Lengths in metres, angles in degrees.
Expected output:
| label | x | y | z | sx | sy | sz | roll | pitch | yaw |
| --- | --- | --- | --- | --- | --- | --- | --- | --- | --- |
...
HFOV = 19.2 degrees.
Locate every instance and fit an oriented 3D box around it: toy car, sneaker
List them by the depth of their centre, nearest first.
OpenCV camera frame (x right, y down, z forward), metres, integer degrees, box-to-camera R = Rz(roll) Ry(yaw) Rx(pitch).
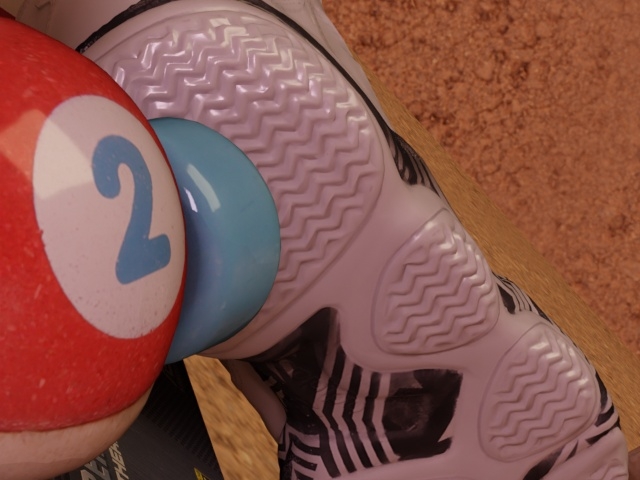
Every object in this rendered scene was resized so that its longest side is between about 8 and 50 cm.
| label | x | y | z | sx | sy | sz | roll | pitch | yaw |
| --- | --- | --- | --- | --- | --- | --- | --- | --- | --- |
| toy car | -0.108 | -0.079 | 0.475 | 0.210 | 0.238 | 0.219 | 29 | 23 | 20 |
| sneaker | 0.000 | 0.000 | 0.777 | 0.366 | 0.137 | 0.210 | 53 | 9 | -41 |

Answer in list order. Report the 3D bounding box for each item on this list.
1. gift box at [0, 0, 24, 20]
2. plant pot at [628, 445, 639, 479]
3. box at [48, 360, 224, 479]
| label | x | y | z | sx | sy | sz | roll | pitch | yaw |
| --- | --- | --- | --- | --- | --- | --- | --- | --- | --- |
| gift box | -0.159 | -0.197 | 0.869 | 0.258 | 0.255 | 0.276 | 33 | 24 | -45 |
| plant pot | 0.269 | 0.228 | 0.978 | 0.280 | 0.323 | 0.323 | 19 | 24 | -31 |
| box | -0.108 | 0.064 | 0.640 | 0.183 | 0.059 | 0.232 | 40 | 12 | -31 |
